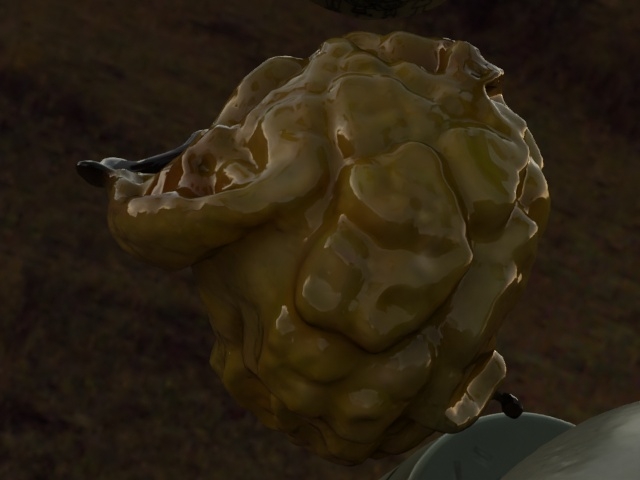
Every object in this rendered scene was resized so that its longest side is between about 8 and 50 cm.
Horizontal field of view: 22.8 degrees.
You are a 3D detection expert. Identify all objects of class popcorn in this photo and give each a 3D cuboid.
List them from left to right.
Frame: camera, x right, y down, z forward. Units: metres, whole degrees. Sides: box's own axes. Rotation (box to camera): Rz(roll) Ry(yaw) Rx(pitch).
[{"bbox_3d":[0.000,0.000,1.224,0.382,0.349,0.349,20,17,3],"label":"popcorn"}]

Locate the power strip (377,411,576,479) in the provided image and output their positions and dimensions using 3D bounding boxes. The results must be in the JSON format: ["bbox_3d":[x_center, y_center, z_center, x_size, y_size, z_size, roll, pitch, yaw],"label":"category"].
[{"bbox_3d":[0.179,0.352,1.510,0.357,0.161,0.357,11,61,-22],"label":"power strip"}]

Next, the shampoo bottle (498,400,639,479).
[{"bbox_3d":[0.175,0.233,0.678,0.322,0.322,0.317,23,32,6],"label":"shampoo bottle"}]

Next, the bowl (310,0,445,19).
[{"bbox_3d":[0.046,-0.262,1.332,0.211,0.112,0.211,2,52,-3],"label":"bowl"}]
